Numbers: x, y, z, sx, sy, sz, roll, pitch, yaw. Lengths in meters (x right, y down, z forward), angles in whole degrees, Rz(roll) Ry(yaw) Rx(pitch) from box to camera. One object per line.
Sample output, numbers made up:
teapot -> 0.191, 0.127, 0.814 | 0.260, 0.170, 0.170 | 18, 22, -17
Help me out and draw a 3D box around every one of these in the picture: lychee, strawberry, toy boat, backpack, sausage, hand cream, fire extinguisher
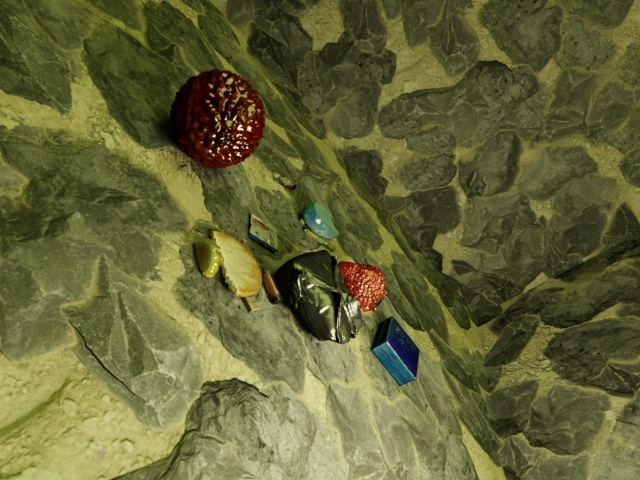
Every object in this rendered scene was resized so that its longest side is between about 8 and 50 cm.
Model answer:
lychee -> -0.445, -0.552, 1.879 | 0.425, 0.425, 0.499 | 42, 49, -24
strawberry -> 0.204, 0.239, 2.203 | 0.258, 0.261, 0.261 | 9, 47, -32
toy boat -> -0.016, -0.106, 2.446 | 0.330, 0.123, 0.215 | 23, 43, -65
backpack -> 0.011, 0.255, 1.860 | 0.445, 0.255, 0.363 | 59, 32, 5
sausage -> 0.000, 0.000, 2.395 | 0.269, 0.033, 0.032 | 34, 32, -36
hand cream -> -0.211, -0.347, 2.470 | 0.163, 0.039, 0.062 | 26, 53, -41
fire extinguisher -> -0.217, 0.185, 1.782 | 0.062, 0.050, 0.177 | 10, 48, -58

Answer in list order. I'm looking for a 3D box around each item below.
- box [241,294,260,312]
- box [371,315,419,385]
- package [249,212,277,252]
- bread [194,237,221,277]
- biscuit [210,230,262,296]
box -> -0.275, 0.240, 1.644 | 0.053, 0.024, 0.083 | -3, 61, -60
box -> 0.416, 0.591, 2.272 | 0.261, 0.116, 0.279 | 51, 24, -4
package -> -0.270, -0.036, 1.993 | 0.171, 0.027, 0.173 | 35, 28, -33
bread -> -0.415, 0.050, 1.573 | 0.083, 0.094, 0.157 | 8, 43, -51
biscuit -> -0.330, 0.101, 1.693 | 0.205, 0.040, 0.308 | 15, 40, -53
